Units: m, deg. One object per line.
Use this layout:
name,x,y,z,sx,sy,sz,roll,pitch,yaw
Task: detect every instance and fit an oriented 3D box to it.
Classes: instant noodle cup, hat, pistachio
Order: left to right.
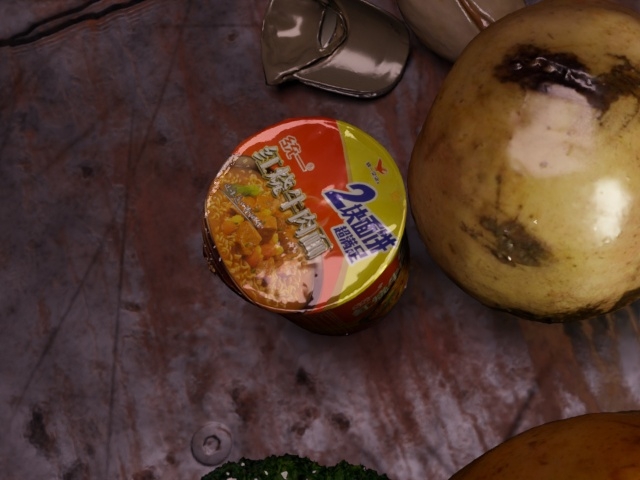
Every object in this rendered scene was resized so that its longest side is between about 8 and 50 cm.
instant noodle cup,0.000,0.000,1.552,0.213,0.174,0.213,-4,70,12
hat,0.016,-0.231,1.693,0.175,0.085,0.147,22,110,0
pistachio,0.154,-0.259,1.628,0.124,0.124,0.185,-43,69,-3

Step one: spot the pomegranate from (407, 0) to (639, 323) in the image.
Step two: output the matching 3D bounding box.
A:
pomegranate,0.232,-0.079,1.451,0.322,0.322,0.322,-4,71,13

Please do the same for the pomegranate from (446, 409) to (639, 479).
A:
pomegranate,0.266,0.338,1.270,0.416,0.416,0.417,-4,71,13

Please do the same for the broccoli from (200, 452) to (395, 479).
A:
broccoli,-0.014,0.339,1.391,0.297,0.297,0.297,1,88,-18
